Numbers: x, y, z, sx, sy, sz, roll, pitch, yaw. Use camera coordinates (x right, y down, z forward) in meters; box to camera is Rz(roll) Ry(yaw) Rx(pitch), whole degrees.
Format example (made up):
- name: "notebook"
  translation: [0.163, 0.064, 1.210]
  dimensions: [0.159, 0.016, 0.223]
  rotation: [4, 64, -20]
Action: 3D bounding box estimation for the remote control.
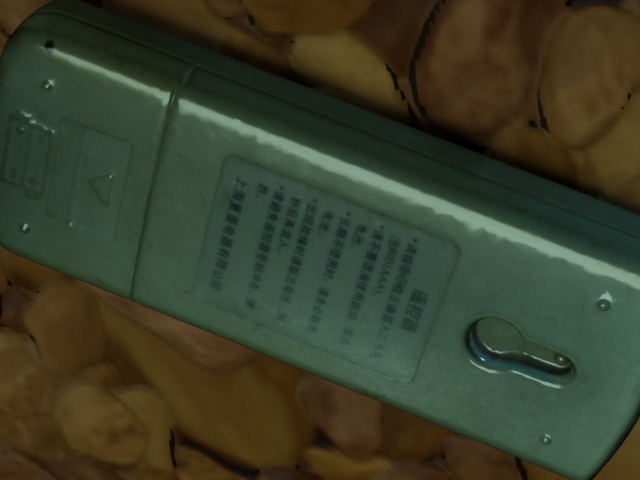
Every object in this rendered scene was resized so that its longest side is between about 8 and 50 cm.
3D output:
- name: "remote control"
  translation: [0.000, 0.000, 0.564]
  dimensions: [0.233, 0.038, 0.098]
  rotation: [22, 128, 8]
